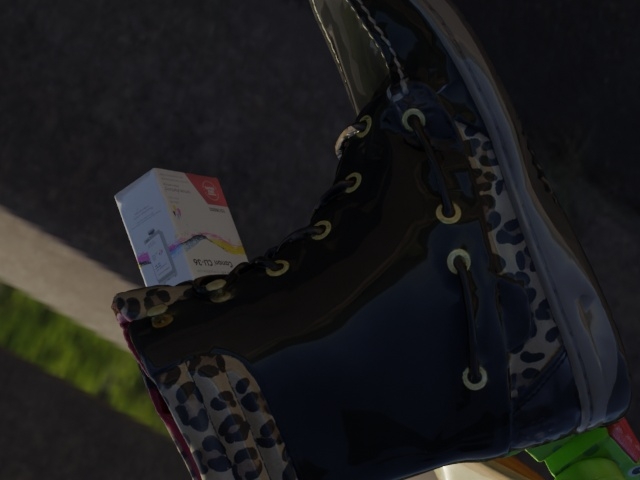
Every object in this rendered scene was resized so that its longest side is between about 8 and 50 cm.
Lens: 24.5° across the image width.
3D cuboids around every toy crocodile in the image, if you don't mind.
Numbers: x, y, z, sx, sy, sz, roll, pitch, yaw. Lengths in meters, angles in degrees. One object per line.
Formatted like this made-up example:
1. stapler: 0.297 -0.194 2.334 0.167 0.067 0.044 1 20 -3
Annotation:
1. toy crocodile: 0.181 0.132 1.171 0.105 0.115 0.340 -37 130 13

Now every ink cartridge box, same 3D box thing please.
1. ink cartridge box: -0.134 0.027 1.592 0.067 0.198 0.115 -31 161 28

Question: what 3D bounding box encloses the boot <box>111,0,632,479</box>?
1. boot: 0.000 0.000 0.968 0.284 0.377 0.138 -24 168 -10

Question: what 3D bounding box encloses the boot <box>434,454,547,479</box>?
1. boot: 0.175 0.176 1.601 0.295 0.211 0.104 21 141 28
